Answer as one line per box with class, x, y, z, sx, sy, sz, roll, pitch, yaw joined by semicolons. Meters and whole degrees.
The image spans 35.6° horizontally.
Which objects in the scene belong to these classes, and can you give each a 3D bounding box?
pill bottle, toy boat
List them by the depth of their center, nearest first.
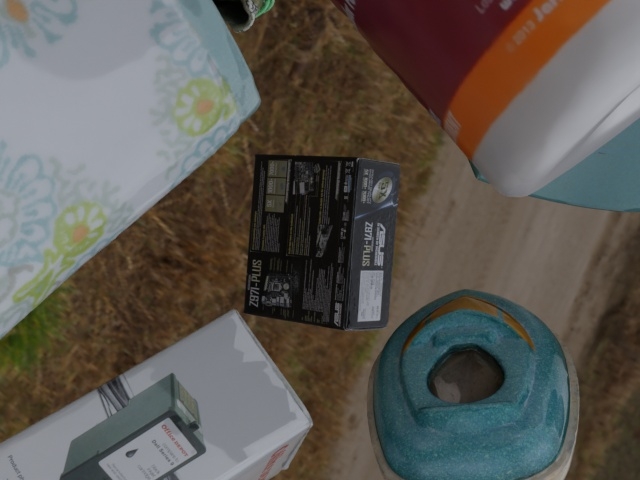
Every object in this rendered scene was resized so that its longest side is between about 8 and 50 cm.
pill bottle;0.050;-0.234;0.477;0.224;0.392;0.224;-38;171;-7
toy boat;0.196;0.112;0.889;0.267;0.318;0.148;-87;166;-59

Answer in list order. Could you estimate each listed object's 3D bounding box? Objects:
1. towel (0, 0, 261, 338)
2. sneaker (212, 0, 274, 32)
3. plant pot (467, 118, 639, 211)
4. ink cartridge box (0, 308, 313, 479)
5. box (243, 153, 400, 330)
towel;-0.242;-0.141;0.666;0.320;0.090;0.374;-42;122;-17
sneaker;-0.106;-0.327;1.270;0.410;0.182;0.158;-15;152;-30
plant pot;0.227;-0.127;0.783;0.234;0.165;0.165;-4;139;-11
ink cartridge box;-0.168;0.204;0.842;0.289;0.121;0.211;-29;164;-22
box;0.000;0.000;1.078;0.077;0.147;0.180;3;91;-51
